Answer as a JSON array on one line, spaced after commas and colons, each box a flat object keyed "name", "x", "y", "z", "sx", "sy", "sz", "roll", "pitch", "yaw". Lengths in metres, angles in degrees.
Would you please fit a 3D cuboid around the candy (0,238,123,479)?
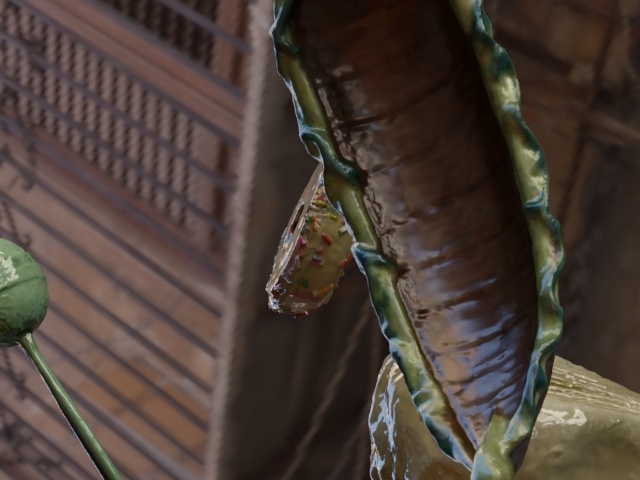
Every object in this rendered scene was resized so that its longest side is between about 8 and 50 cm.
[{"name": "candy", "x": -0.287, "y": 0.186, "z": 1.936, "sx": 0.119, "sy": 0.440, "sz": 0.119, "roll": -33, "pitch": -12, "yaw": -8}]

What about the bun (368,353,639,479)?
[{"name": "bun", "x": 0.214, "y": 0.242, "z": 1.810, "sx": 0.352, "sy": 0.349, "sz": 0.227, "roll": -66, "pitch": -9, "yaw": -81}]

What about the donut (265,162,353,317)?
[{"name": "donut", "x": 0.000, "y": 0.000, "z": 1.757, "sx": 0.174, "sy": 0.068, "sz": 0.175, "roll": -158, "pitch": 90, "yaw": -83}]

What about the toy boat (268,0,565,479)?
[{"name": "toy boat", "x": 0.053, "y": -0.014, "z": 0.757, "sx": 0.108, "sy": 0.293, "sz": 0.099, "roll": -28, "pitch": -29, "yaw": 23}]
